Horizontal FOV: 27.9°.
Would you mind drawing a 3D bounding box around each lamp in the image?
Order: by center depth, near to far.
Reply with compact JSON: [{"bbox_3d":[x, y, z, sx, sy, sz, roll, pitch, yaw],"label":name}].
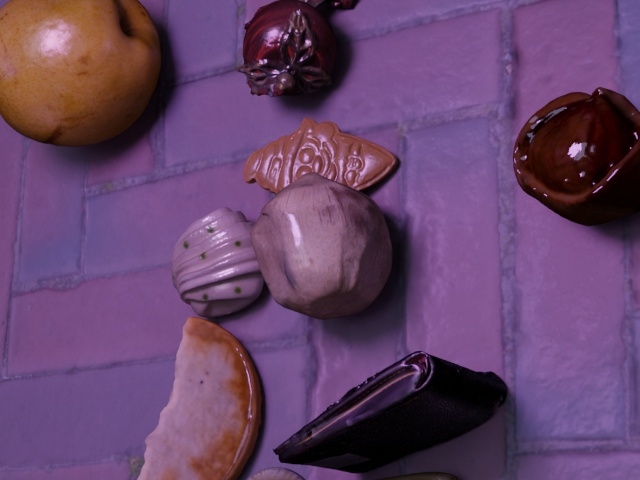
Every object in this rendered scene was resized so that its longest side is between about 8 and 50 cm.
[{"bbox_3d":[-0.043,-0.331,2.049,0.215,0.151,0.223,-29,59,20],"label":"lamp"}]

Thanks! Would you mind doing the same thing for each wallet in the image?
[{"bbox_3d":[0.096,0.241,1.726,0.262,0.221,0.071,-32,64,22],"label":"wallet"}]

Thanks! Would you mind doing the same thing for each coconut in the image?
[{"bbox_3d":[0.000,0.000,1.878,0.224,0.224,0.224,-11,69,32],"label":"coconut"}]

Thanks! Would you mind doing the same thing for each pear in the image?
[{"bbox_3d":[-0.433,-0.308,2.225,0.314,0.314,0.314,-11,69,32],"label":"pear"}]

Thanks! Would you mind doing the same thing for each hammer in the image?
[{"bbox_3d":[0.039,0.355,1.760,0.306,0.202,0.113,-8,77,0],"label":"hammer"}]

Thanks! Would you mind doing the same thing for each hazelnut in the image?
[{"bbox_3d":[0.347,-0.107,1.689,0.202,0.160,0.170,24,56,30],"label":"hazelnut"}]

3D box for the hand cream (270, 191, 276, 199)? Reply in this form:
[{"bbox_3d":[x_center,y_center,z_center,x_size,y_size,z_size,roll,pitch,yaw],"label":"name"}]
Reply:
[{"bbox_3d":[-0.053,-0.047,2.029,0.078,0.050,0.204,-26,62,53],"label":"hand cream"}]

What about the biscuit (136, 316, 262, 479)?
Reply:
[{"bbox_3d":[-0.179,0.285,2.019,0.205,0.040,0.308,14,84,38],"label":"biscuit"}]

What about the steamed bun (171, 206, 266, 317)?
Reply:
[{"bbox_3d":[-0.166,0.031,2.047,0.183,0.106,0.182,-11,71,33],"label":"steamed bun"}]

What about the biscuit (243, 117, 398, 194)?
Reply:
[{"bbox_3d":[-0.003,-0.114,1.989,0.250,0.035,0.162,-3,78,16],"label":"biscuit"}]
